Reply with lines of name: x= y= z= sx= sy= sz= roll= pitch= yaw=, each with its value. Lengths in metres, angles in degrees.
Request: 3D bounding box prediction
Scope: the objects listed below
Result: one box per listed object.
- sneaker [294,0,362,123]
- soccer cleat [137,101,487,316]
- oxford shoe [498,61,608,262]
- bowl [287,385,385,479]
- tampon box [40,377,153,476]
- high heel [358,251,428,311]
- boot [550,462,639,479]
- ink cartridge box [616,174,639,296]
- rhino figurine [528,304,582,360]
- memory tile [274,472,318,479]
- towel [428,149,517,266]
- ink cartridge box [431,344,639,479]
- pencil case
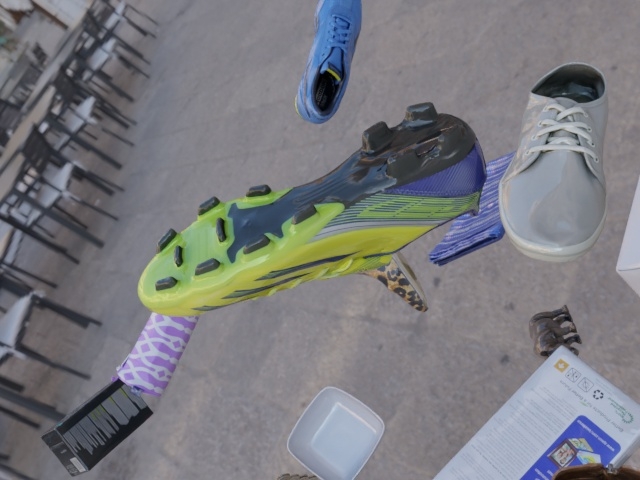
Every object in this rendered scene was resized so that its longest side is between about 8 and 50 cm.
sneaker: x=0.021 y=-0.260 z=0.954 sx=0.082 sy=0.069 sz=0.209 roll=-157 pitch=82 yaw=-72
soccer cleat: x=0.001 y=0.000 z=0.550 sx=0.289 sy=0.121 sz=0.093 roll=-26 pitch=41 yaw=-3
oxford shoe: x=0.386 y=-0.144 z=1.135 sx=0.169 sy=0.130 sz=0.449 roll=9 pitch=47 yaw=19
bowl: x=0.031 y=0.336 z=1.192 sx=0.142 sy=0.053 sz=0.142 roll=30 pitch=77 yaw=29
tampon box: x=-0.427 y=0.355 z=1.341 sx=0.161 sy=0.101 sz=0.120 roll=-39 pitch=4 yaw=-39
high heel: x=0.068 y=0.072 z=1.337 sx=0.186 sy=0.261 sz=0.093 roll=-39 pitch=2 yaw=13
boot: x=0.239 y=0.211 z=0.482 sx=0.197 sy=0.152 sz=0.073 roll=-4 pitch=40 yaw=2
ink cartridge box: x=0.516 y=0.023 z=0.805 sx=0.197 sy=0.270 sz=0.198 roll=-17 pitch=38 yaw=52
rhino figurine: x=0.530 y=0.225 z=1.581 sx=0.106 sy=0.073 sz=0.243 roll=-23 pitch=14 yaw=16
memory tile: x=-0.081 y=0.551 z=1.550 sx=0.113 sy=0.148 sz=0.012 roll=-42 pitch=55 yaw=13
towel: x=0.372 y=-0.096 z=1.505 sx=0.336 sy=0.040 sz=0.243 roll=-54 pitch=11 yaw=-28
ink cartridge box: x=0.317 y=0.350 z=1.068 sx=0.371 sy=0.069 sz=0.176 roll=-43 pitch=53 yaw=-8
pencil case: x=-0.258 y=0.155 z=1.147 sx=0.086 sy=0.088 sz=0.206 roll=122 pitch=173 yaw=-74
